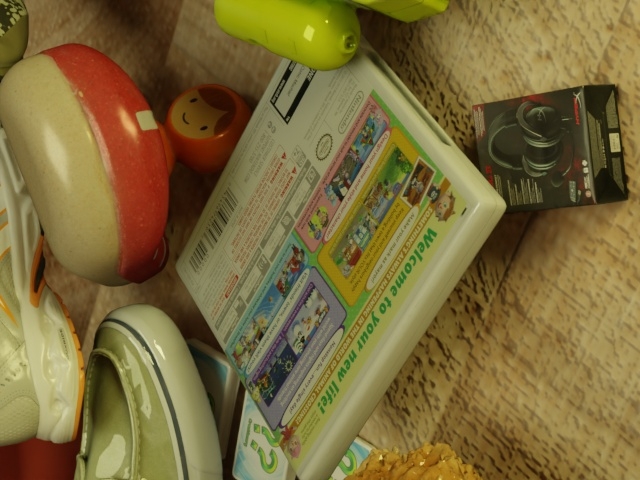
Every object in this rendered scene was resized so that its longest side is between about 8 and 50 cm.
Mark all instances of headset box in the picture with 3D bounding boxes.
[{"bbox_3d":[0.118,-0.047,0.736,0.083,0.032,0.062,-4,92,46],"label":"headset box"}]

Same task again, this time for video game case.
[{"bbox_3d":[0.000,0.000,0.807,0.193,0.023,0.212,55,127,38],"label":"video game case"}]

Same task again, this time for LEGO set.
[{"bbox_3d":[-0.030,0.061,0.893,0.182,0.060,0.244,27,114,37],"label":"LEGO set"}]

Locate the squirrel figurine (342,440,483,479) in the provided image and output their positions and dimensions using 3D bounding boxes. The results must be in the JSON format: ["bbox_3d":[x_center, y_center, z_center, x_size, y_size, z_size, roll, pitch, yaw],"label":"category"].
[{"bbox_3d":[0.089,0.264,0.647,0.397,0.281,0.370,43,118,31],"label":"squirrel figurine"}]

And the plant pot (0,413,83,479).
[{"bbox_3d":[-0.343,0.198,1.040,0.275,0.243,0.275,2,98,17],"label":"plant pot"}]

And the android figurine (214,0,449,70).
[{"bbox_3d":[0.021,-0.218,0.760,0.273,0.056,0.248,25,98,40],"label":"android figurine"}]

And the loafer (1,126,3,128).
[{"bbox_3d":[-0.278,-0.101,1.125,0.267,0.096,0.084,30,136,48],"label":"loafer"}]

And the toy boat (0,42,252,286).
[{"bbox_3d":[-0.116,-0.058,0.910,0.231,0.151,0.151,122,125,-86],"label":"toy boat"}]

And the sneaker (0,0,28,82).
[{"bbox_3d":[-0.257,-0.277,0.958,0.182,0.158,0.410,-50,41,31],"label":"sneaker"}]

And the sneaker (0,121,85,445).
[{"bbox_3d":[-0.248,0.021,0.937,0.262,0.121,0.099,68,152,25],"label":"sneaker"}]

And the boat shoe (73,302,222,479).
[{"bbox_3d":[-0.131,0.197,0.965,0.109,0.094,0.302,12,111,47],"label":"boat shoe"}]
